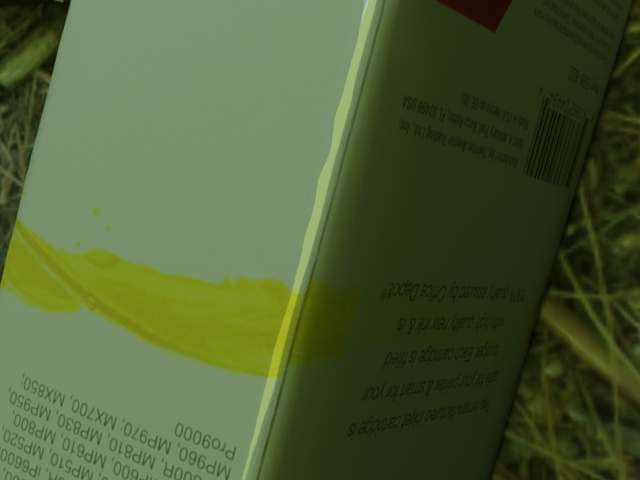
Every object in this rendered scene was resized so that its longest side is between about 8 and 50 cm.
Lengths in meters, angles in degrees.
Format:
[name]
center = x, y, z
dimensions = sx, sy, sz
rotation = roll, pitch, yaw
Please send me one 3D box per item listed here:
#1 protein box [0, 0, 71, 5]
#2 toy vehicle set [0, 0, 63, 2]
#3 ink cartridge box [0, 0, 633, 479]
[protein box]
center = -0.262, -0.275, 0.815
dimensions = 0.200, 0.136, 0.201
rotation = 4, 88, 27
[toy vehicle set]
center = -0.167, -0.205, 0.591
dimensions = 0.267, 0.035, 0.165
rotation = 20, 96, 58
[ink cartridge box]
center = 0.000, 0.000, 0.579
dimensions = 0.160, 0.279, 0.384
rotation = 17, 95, 28
